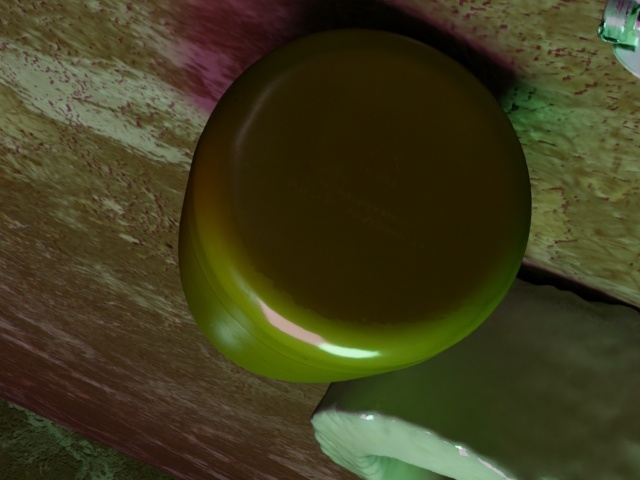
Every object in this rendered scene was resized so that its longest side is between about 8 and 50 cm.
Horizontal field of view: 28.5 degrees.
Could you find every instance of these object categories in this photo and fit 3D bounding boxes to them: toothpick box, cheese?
[{"bbox_3d":[0.000,0.000,0.738,0.175,0.175,0.271,27,164,-5],"label":"toothpick box"},{"bbox_3d":[0.170,0.153,0.950,0.332,0.153,0.292,18,161,17],"label":"cheese"}]

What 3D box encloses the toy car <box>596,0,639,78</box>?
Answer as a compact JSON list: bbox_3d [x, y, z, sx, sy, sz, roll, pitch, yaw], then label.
[{"bbox_3d":[0.141,-0.110,0.444,0.069,0.055,0.142,18,146,19],"label":"toy car"}]
